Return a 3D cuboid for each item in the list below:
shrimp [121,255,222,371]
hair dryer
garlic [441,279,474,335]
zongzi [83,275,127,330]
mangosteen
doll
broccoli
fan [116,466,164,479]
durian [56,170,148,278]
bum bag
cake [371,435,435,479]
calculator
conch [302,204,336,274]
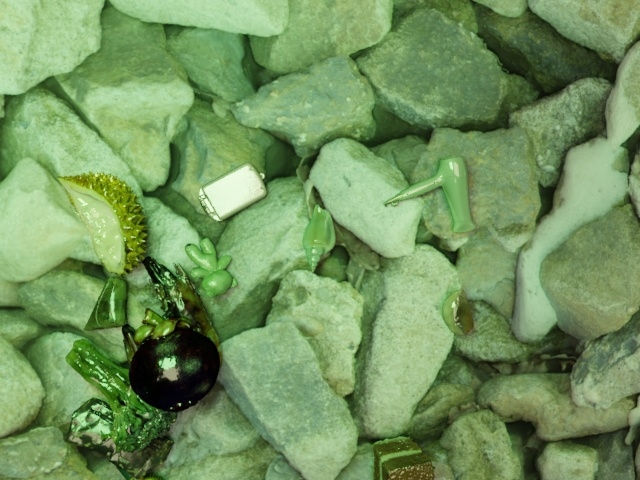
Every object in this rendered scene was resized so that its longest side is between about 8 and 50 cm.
[{"bbox_3d":[-0.382,0.221,0.994,0.233,0.071,0.365,-23,101,-2],"label":"shrimp"},{"bbox_3d":[0.287,-0.103,1.095,0.237,0.075,0.206,-13,101,-1],"label":"hair dryer"},{"bbox_3d":[0.368,0.193,1.117,0.084,0.066,0.152,-26,101,-35],"label":"garlic"},{"bbox_3d":[-0.521,0.135,0.981,0.130,0.062,0.154,-12,75,26],"label":"zongzi"},{"bbox_3d":[-0.323,0.251,0.890,0.194,0.194,0.230,-24,71,-7],"label":"mangosteen"},{"bbox_3d":[-0.273,0.068,1.007,0.115,0.077,0.150,-22,84,-45],"label":"doll"},{"bbox_3d":[-0.470,0.345,0.948,0.304,0.145,0.165,39,42,8],"label":"broccoli"},{"bbox_3d":[-0.443,0.593,1.011,0.082,0.039,0.155,-37,93,-5],"label":"fan"},{"bbox_3d":[-0.456,-0.042,0.921,0.183,0.138,0.249,-14,97,24],"label":"durian"},{"bbox_3d":[-0.482,0.477,0.981,0.248,0.069,0.102,34,43,-8],"label":"bum bag"},{"bbox_3d":[0.210,0.603,1.062,0.135,0.147,0.135,-4,94,-8],"label":"cake"},{"bbox_3d":[-0.215,-0.122,1.018,0.175,0.032,0.100,-30,97,-7],"label":"calculator"},{"bbox_3d":[-0.001,-0.001,1.042,0.088,0.065,0.180,10,82,-8],"label":"conch"}]
